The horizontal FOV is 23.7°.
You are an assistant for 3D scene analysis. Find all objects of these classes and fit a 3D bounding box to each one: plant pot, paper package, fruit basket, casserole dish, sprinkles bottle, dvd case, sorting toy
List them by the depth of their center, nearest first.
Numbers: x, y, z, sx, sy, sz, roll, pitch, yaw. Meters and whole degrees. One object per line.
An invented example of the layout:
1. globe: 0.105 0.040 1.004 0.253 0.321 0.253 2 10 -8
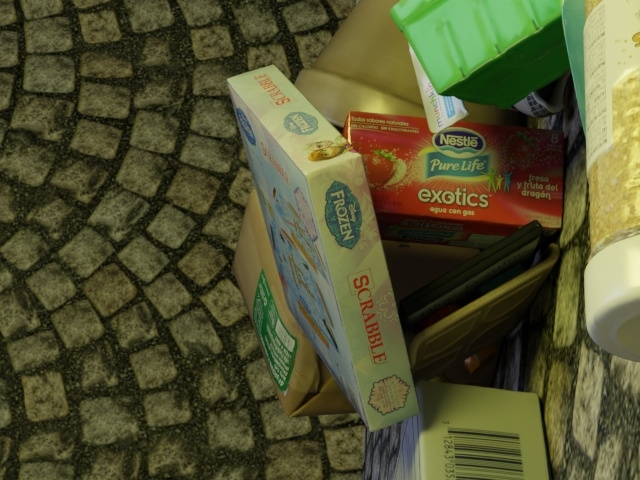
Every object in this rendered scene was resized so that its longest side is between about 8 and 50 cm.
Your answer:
1. sprinkles bottle: 0.256 -0.088 1.140 0.121 0.121 0.355 102 173 -60
2. casserole dish: 0.258 -0.156 1.321 0.114 0.037 0.188 -37 -60 -47
3. fruit basket: 0.194 -0.329 1.569 0.327 0.165 0.353 -32 55 44
4. dvd case: 0.170 0.060 1.774 0.022 0.180 0.253 58 174 14
5. sorting toy: 0.162 0.120 1.817 0.041 0.229 0.307 52 160 16
6. plant pot: 0.150 -0.238 2.029 0.323 0.323 0.280 -163 96 -86
7. paper package: 0.063 0.071 2.082 0.325 0.310 0.168 -114 27 -50

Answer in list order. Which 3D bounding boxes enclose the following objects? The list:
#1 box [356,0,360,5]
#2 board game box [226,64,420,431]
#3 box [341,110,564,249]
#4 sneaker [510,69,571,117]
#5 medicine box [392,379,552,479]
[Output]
1. box: 0.165 -0.349 2.236 0.114 0.203 0.103 135 144 -59
2. board game box: 0.000 0.000 1.695 0.318 0.066 0.318 -128 21 -60
3. box: 0.146 -0.066 1.779 0.128 0.257 0.122 110 165 -75
4. sneaker: 0.266 -0.258 1.748 0.095 0.090 0.235 -150 64 -68
5. medicine box: 0.159 0.352 1.707 0.263 0.149 0.289 -89 6 -54
